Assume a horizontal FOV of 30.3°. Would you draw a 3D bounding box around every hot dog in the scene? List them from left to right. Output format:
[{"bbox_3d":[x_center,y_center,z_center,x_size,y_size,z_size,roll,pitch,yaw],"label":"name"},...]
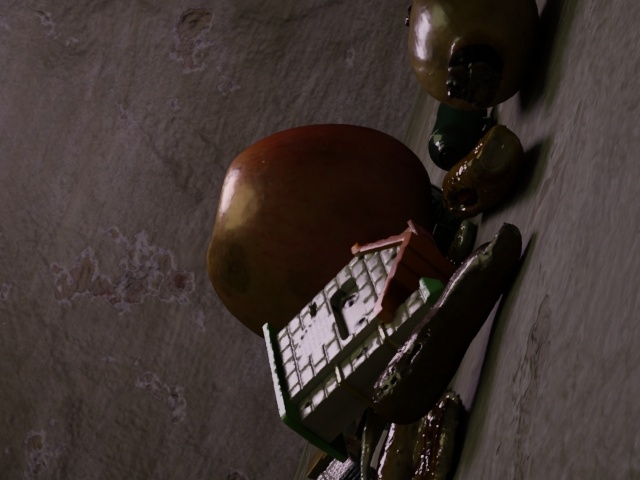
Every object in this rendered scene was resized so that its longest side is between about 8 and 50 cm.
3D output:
[{"bbox_3d":[0.186,-0.071,1.363,0.083,0.068,0.289,-49,-5,-4],"label":"hot dog"}]

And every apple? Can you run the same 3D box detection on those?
[{"bbox_3d":[0.000,0.000,1.769,0.364,0.364,0.363,-162,90,-89],"label":"apple"}]

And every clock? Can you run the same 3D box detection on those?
[{"bbox_3d":[0.061,0.108,1.465,0.255,0.106,0.219,-45,25,14],"label":"clock"}]

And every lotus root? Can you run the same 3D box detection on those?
[{"bbox_3d":[0.186,-0.245,1.442,0.310,0.183,0.182,-79,6,-65],"label":"lotus root"}]

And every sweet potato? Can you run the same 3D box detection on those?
[{"bbox_3d":[0.130,0.085,1.172,0.233,0.062,0.081,-56,2,4],"label":"sweet potato"}]

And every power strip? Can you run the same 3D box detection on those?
[{"bbox_3d":[0.022,0.386,2.078,0.305,0.064,0.044,110,175,-67],"label":"power strip"}]

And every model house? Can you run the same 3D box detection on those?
[{"bbox_3d":[0.043,0.345,1.553,0.100,0.088,0.100,-50,17,-3],"label":"model house"}]

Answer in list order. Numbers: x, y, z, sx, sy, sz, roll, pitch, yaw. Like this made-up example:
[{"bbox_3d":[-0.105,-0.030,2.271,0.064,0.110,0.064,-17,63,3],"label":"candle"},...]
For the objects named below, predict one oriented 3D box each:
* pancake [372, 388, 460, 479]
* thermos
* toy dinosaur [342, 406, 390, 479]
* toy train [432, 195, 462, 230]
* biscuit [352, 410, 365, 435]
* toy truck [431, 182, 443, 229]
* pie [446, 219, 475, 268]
[{"bbox_3d":[0.087,0.250,1.247,0.257,0.056,0.212,-84,14,-86],"label":"pancake"},{"bbox_3d":[0.195,-0.146,1.652,0.187,0.083,0.073,-65,-12,-62],"label":"thermos"},{"bbox_3d":[0.082,0.203,1.559,0.205,0.092,0.393,-64,-3,37],"label":"toy dinosaur"},{"bbox_3d":[0.190,-0.060,1.657,0.093,0.038,0.056,108,-175,-47],"label":"toy train"},{"bbox_3d":[0.067,0.254,2.174,0.343,0.057,0.287,-76,5,-68],"label":"biscuit"},{"bbox_3d":[0.164,-0.035,1.925,0.063,0.052,0.123,-16,-47,-47],"label":"toy truck"},{"bbox_3d":[0.178,0.013,1.514,0.084,0.020,0.084,-163,90,-89],"label":"pie"}]
